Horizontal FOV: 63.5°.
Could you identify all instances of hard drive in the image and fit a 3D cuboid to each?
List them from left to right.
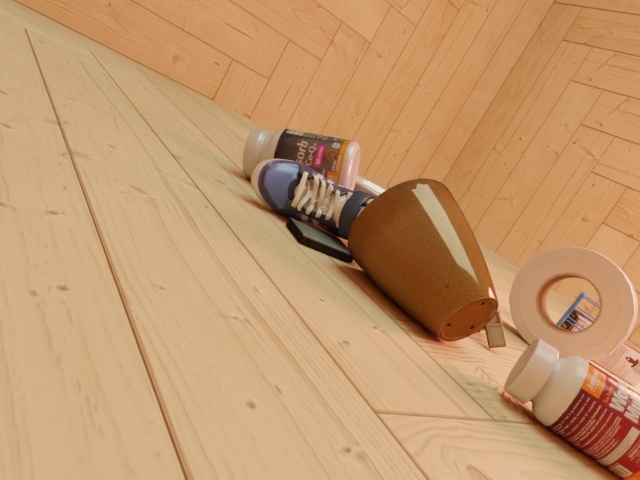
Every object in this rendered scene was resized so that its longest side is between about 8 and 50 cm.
[{"bbox_3d":[0.000,0.000,1.094,0.135,0.022,0.094,23,14,-30],"label":"hard drive"}]

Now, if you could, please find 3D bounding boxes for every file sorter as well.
[{"bbox_3d":[0.730,0.244,1.461,0.104,0.170,0.118,40,15,24],"label":"file sorter"}]

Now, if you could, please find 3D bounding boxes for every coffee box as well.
[{"bbox_3d":[0.886,0.330,1.629,0.246,0.098,0.141,33,13,13],"label":"coffee box"}]

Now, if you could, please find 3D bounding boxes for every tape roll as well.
[{"bbox_3d":[0.632,0.160,1.299,0.286,0.286,0.100,38,14,33],"label":"tape roll"}]

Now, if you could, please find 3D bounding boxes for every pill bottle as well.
[{"bbox_3d":[-0.047,-0.198,1.328,0.278,0.162,0.162,12,10,10],"label":"pill bottle"},{"bbox_3d":[0.404,0.253,0.784,0.221,0.121,0.121,34,13,16],"label":"pill bottle"}]

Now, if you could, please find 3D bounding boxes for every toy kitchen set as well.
[{"bbox_3d":[0.342,0.198,1.093,0.068,0.075,0.083,-5,-27,4],"label":"toy kitchen set"}]

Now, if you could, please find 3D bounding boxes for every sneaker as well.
[{"bbox_3d":[0.032,-0.082,1.127,0.323,0.130,0.236,28,-9,-34],"label":"sneaker"}]

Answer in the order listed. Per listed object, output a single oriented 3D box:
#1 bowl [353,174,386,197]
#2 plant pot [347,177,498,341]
[{"bbox_3d":[0.140,-0.091,1.518,0.298,0.134,0.298,28,13,-7],"label":"bowl"},{"bbox_3d":[0.208,0.055,0.971,0.237,0.237,0.254,19,32,-41],"label":"plant pot"}]
